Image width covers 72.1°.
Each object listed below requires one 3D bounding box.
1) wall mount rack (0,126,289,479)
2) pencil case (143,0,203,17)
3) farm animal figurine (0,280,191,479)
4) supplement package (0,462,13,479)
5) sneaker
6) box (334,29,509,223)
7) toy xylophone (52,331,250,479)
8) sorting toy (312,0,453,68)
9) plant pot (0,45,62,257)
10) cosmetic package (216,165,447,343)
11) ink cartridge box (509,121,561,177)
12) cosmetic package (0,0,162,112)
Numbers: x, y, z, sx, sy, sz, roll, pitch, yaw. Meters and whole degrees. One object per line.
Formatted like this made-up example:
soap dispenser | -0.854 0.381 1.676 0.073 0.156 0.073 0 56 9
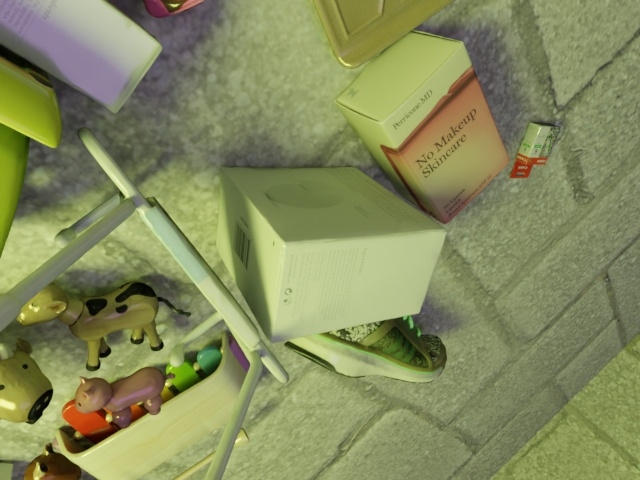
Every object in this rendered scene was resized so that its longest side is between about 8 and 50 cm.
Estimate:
wall mount rack | -0.154 0.072 0.419 0.130 0.304 0.350 -39 112 -12
pencil case | -0.157 -0.320 0.387 0.098 0.095 0.209 -8 134 16
farm animal figurine | -0.350 0.151 0.494 0.326 0.330 0.172 5 123 -1
supplement package | -0.556 0.442 0.601 0.133 0.139 0.244 30 102 -39
sneaker | 0.131 0.160 0.848 0.410 0.158 0.182 17 92 -43
box | 0.157 -0.161 0.653 0.148 0.127 0.232 -45 132 2
toy xylophone | -0.251 0.306 0.735 0.322 0.081 0.236 -23 128 -17
sorting toy | 0.103 -0.392 0.535 0.307 0.041 0.229 -36 127 -6
plant pot | -0.344 -0.089 0.339 0.227 0.228 0.207 31 94 -40
cosmetic package | 0.000 0.000 0.596 0.224 0.224 0.138 -6 121 -28
ink cartridge box | 0.423 -0.173 0.870 0.062 0.029 0.115 -5 121 -29
cosmetic package | -0.264 -0.217 0.371 0.231 0.117 0.086 32 100 -39
